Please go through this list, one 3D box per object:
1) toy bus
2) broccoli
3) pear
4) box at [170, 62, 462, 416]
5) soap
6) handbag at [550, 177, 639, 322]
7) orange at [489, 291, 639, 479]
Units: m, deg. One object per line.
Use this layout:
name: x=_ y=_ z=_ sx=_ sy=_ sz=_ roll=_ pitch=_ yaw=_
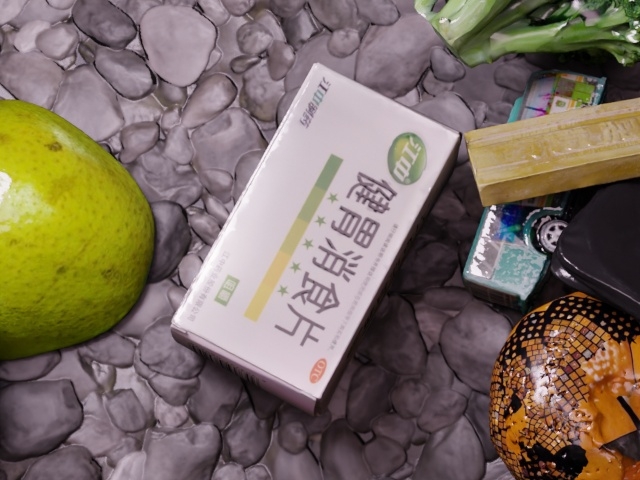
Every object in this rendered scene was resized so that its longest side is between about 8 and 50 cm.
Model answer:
toy bus: x=0.233 y=-0.055 z=1.597 sx=0.109 sy=0.091 sz=0.262 roll=17 pitch=76 yaw=13
broccoli: x=0.227 y=-0.293 z=1.552 sx=0.275 sy=0.308 sz=0.308 roll=-38 pitch=78 yaw=2
pear: x=-0.298 y=0.002 z=1.584 sx=0.239 sy=0.139 sz=0.288 roll=23 pitch=80 yaw=-2
box: x=0.001 y=-0.002 z=1.562 sx=0.173 sy=0.145 sz=0.333 roll=28 pitch=79 yaw=6
soap: x=0.275 y=-0.095 z=1.515 sx=0.252 sy=0.037 sz=0.092 roll=-11 pitch=41 yaw=1
handbag: x=0.367 y=-0.006 z=1.515 sx=0.191 sy=0.075 sz=0.332 roll=33 pitch=41 yaw=14
orange: x=0.279 y=0.163 z=1.490 sx=0.234 sy=0.182 sz=0.234 roll=1 pitch=73 yaw=-4
